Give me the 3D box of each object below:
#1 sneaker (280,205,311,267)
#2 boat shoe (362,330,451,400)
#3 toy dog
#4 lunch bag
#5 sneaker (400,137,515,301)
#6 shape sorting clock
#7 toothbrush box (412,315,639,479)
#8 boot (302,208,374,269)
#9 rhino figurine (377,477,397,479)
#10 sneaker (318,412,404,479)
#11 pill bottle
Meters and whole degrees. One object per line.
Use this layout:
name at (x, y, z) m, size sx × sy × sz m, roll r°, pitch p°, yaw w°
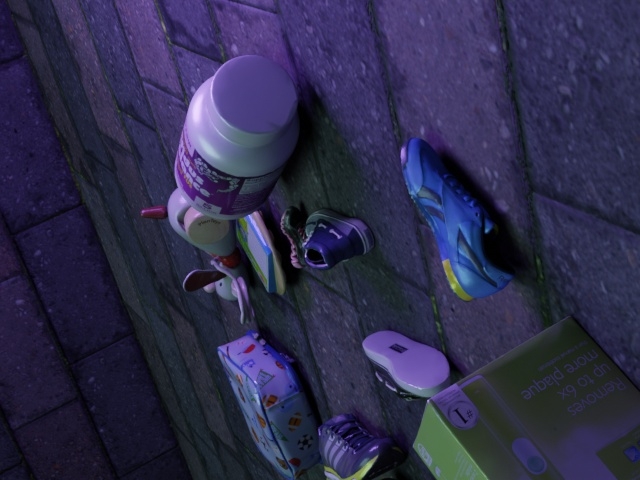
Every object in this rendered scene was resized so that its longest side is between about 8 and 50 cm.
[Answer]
sneaker at (-0.026, -0.003, 1.728) m, size 0.057 × 0.047 × 0.119 m, roll 15°, pitch 134°, yaw 42°
boat shoe at (0.134, 0.194, 1.543) m, size 0.219 × 0.078 × 0.070 m, roll 32°, pitch 143°, yaw 67°
toy dog at (-0.239, 0.006, 2.023) m, size 0.220 × 0.161 × 0.333 m, roll -103°, pitch 1°, yaw -63°
lunch bag at (-0.106, 0.338, 2.217) m, size 0.243 × 0.115 × 0.303 m, roll 34°, pitch 146°, yaw 56°
sneaker at (0.164, -0.035, 1.226) m, size 0.082 × 0.069 × 0.209 m, roll -31°, pitch 75°, yaw 36°
shape sorting clock at (-0.108, 0.003, 1.914) m, size 0.206 × 0.040 × 0.206 m, roll 56°, pitch 160°, yaw 33°
toothbrush box at (0.266, 0.253, 1.112) m, size 0.283 × 0.206 × 0.122 m, roll 53°, pitch 156°, yaw 26°
boot at (0.000, 0.000, 1.597) m, size 0.190 × 0.086 × 0.069 m, roll 6°, pitch 120°, yaw 65°
rhino figurine at (0.166, 0.492, 1.819) m, size 0.243 × 0.073 × 0.106 m, roll 28°, pitch 143°, yaw 54°
sneaker at (0.055, 0.374, 1.895) m, size 0.121 × 0.111 × 0.300 m, roll 65°, pitch 157°, yaw 5°
pill bottle at (-0.125, -0.155, 1.592) m, size 0.169 × 0.169 × 0.301 m, roll 59°, pitch 159°, yaw 10°
